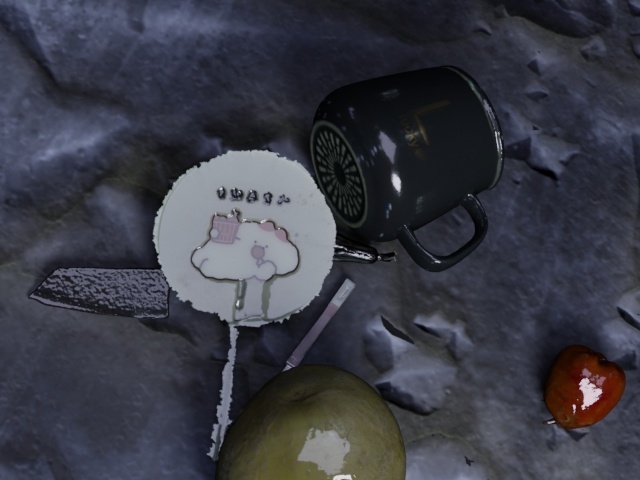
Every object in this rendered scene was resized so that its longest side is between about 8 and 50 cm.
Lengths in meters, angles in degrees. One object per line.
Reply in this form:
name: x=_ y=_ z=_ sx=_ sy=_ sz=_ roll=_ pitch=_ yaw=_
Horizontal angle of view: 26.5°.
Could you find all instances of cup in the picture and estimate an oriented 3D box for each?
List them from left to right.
cup: x=0.104 y=-0.074 z=1.431 sx=0.177 sy=0.169 sz=0.223 roll=-22 pitch=71 yaw=-24

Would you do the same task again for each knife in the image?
knife: x=-0.187 y=0.052 z=1.416 sx=0.231 sy=0.028 sz=0.060 roll=-1 pitch=86 yaw=-9

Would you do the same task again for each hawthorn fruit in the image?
hawthorn fruit: x=0.274 y=0.161 z=1.445 sx=0.081 sy=0.081 sz=0.093 roll=30 pitch=100 yaw=-1

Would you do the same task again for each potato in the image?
potato: x=-0.010 y=0.238 z=1.325 sx=0.178 sy=0.160 sz=0.235 roll=-3 pitch=87 yaw=28

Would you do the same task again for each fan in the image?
fan: x=-0.086 y=0.065 z=1.409 sx=0.191 sy=0.009 sz=0.329 roll=7 pitch=81 yaw=-5

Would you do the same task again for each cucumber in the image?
cucumber: x=0.000 y=0.000 z=1.456 sx=0.163 sy=0.043 sz=0.039 roll=14 pitch=68 yaw=-9

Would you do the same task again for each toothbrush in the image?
toothbrush: x=-0.021 y=0.118 z=1.428 sx=0.014 sy=0.017 sz=0.194 roll=36 pitch=70 yaw=2
